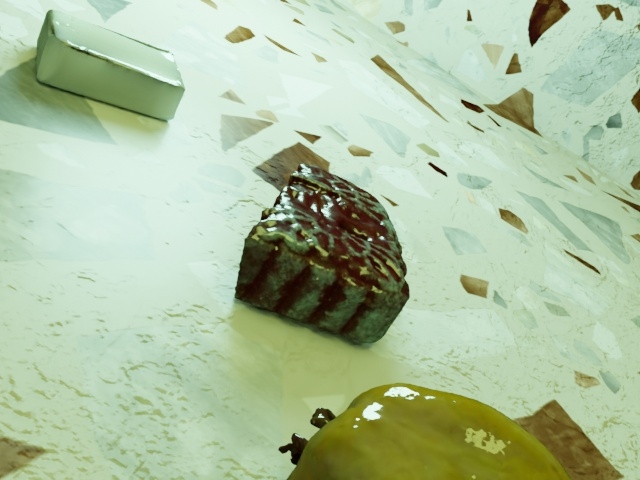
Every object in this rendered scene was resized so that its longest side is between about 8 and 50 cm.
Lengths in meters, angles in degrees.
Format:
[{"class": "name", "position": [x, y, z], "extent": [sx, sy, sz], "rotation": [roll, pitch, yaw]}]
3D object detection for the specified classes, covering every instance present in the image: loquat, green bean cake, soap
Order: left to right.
[{"class": "soap", "position": [-0.283, -0.238, 0.942], "extent": [0.183, 0.064, 0.121], "rotation": [14, 32, -31]}, {"class": "green bean cake", "position": [0.000, 0.000, 0.806], "extent": [0.198, 0.097, 0.233], "rotation": [24, 29, -15]}, {"class": "loquat", "position": [0.071, 0.195, 0.478], "extent": [0.234, 0.176, 0.187], "rotation": [22, 23, 22]}]
